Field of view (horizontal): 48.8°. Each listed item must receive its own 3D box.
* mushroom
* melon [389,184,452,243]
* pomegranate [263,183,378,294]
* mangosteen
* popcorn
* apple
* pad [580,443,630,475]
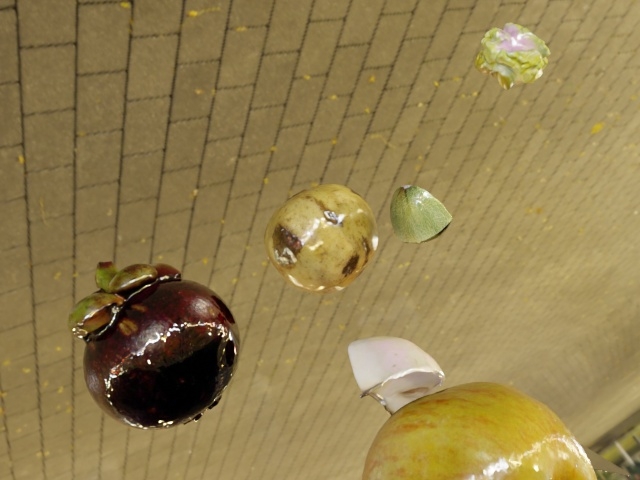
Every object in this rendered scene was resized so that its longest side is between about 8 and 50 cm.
[{"bbox_3d":[0.176,0.273,1.560,0.162,0.173,0.236,-29,141,11],"label":"mushroom"},{"bbox_3d":[0.202,-0.058,1.590,0.079,0.160,0.128,-45,118,-29],"label":"melon"},{"bbox_3d":[0.000,0.000,1.695,0.281,0.281,0.281,-25,150,-16],"label":"pomegranate"},{"bbox_3d":[-0.317,0.182,1.328,0.306,0.347,0.307,-35,-174,4],"label":"mangosteen"},{"bbox_3d":[0.405,-0.388,1.490,0.145,0.126,0.126,11,130,-15],"label":"popcorn"},{"bbox_3d":[0.265,0.425,1.143,0.400,0.401,0.333,2,155,-47],"label":"apple"},{"bbox_3d":[0.643,0.528,1.755,0.267,0.181,0.004,22,94,-38],"label":"pad"}]
